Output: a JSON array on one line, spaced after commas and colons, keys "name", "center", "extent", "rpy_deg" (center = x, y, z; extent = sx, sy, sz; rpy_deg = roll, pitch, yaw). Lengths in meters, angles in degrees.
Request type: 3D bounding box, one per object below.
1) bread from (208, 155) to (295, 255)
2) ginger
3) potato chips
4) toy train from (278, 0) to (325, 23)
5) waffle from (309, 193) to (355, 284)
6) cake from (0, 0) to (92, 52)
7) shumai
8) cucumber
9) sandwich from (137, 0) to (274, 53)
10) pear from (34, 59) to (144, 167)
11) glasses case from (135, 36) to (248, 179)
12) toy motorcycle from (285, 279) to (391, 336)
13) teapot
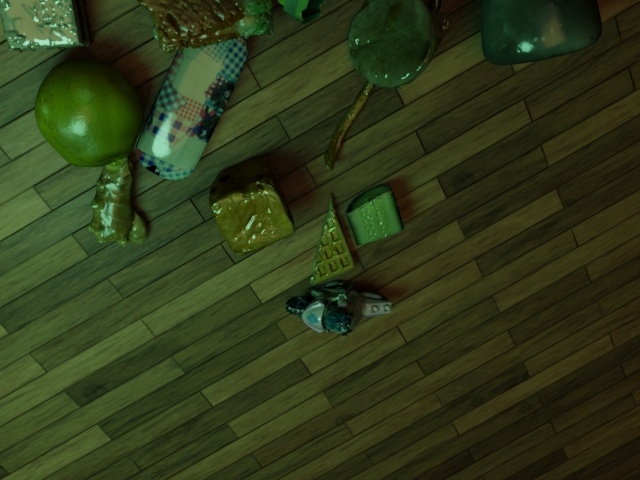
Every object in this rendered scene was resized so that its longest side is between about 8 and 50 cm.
[{"name": "bread", "center": [-0.142, -0.070, 1.332], "extent": [0.143, 0.149, 0.158], "rpy_deg": [-20, 117, 0]}, {"name": "ginger", "center": [-0.423, -0.071, 1.301], "extent": [0.115, 0.081, 0.205], "rpy_deg": [-16, 117, -18]}, {"name": "potato chips", "center": [0.058, -0.247, 1.362], "extent": [0.026, 0.037, 0.203], "rpy_deg": [23, 102, -31]}, {"name": "toy train", "center": [-0.071, -0.497, 1.151], "extent": [0.200, 0.083, 0.132], "rpy_deg": [40, 136, 15]}, {"name": "waffle", "center": [0.000, 0.000, 1.463], "extent": [0.125, 0.032, 0.190], "rpy_deg": [-22, 115, 0]}, {"name": "cake", "center": [-0.477, -0.392, 1.110], "extent": [0.135, 0.147, 0.134], "rpy_deg": [-8, 116, -11]}, {"name": "shumai", "center": [0.161, -0.399, 1.275], "extent": [0.120, 0.201, 0.201], "rpy_deg": [-5, 123, -57]}, {"name": "cucumber", "center": [0.119, -0.057, 1.443], "extent": [0.117, 0.062, 0.115], "rpy_deg": [-20, 115, 5]}, {"name": "sandwich", "center": [-0.232, -0.451, 1.122], "extent": [0.212, 0.109, 0.292], "rpy_deg": [-38, 99, -14]}, {"name": "pear", "center": [-0.420, -0.232, 1.175], "extent": [0.198, 0.198, 0.198], "rpy_deg": [-5, 115, -11]}, {"name": "glasses case", "center": [-0.254, -0.272, 1.253], "extent": [0.125, 0.076, 0.327], "rpy_deg": [23, 106, -22]}, {"name": "toy motorcycle", "center": [0.054, 0.165, 1.450], "extent": [0.239, 0.204, 0.108], "rpy_deg": [-17, 105, -8]}, {"name": "teapot", "center": [0.382, -0.504, 1.259], "extent": [0.223, 0.305, 0.284], "rpy_deg": [-30, 115, -40]}]
